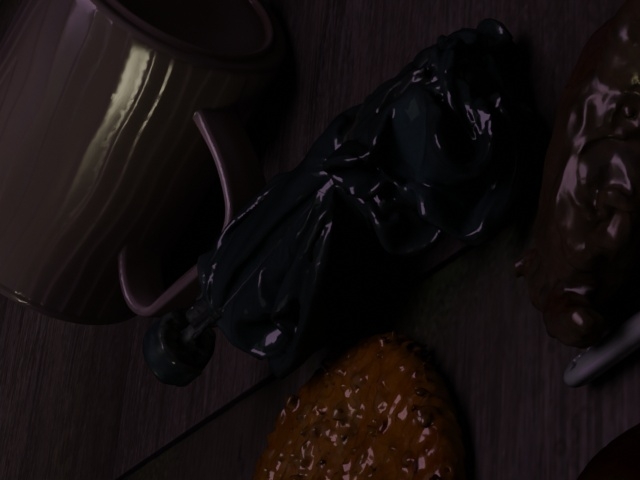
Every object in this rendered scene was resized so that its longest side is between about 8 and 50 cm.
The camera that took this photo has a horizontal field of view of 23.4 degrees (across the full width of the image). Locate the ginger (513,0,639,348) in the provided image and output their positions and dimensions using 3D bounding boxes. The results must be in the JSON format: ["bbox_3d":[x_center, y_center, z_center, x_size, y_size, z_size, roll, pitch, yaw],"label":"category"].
[{"bbox_3d":[0.164,-0.086,0.693,0.122,0.084,0.290,-74,6,-71],"label":"ginger"}]

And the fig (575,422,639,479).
[{"bbox_3d":[0.162,0.158,0.443,0.170,0.145,0.274,-22,66,31],"label":"fig"}]

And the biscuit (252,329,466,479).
[{"bbox_3d":[0.006,0.174,0.880,0.254,0.035,0.254,-45,35,46],"label":"biscuit"}]

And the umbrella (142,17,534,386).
[{"bbox_3d":[0.002,0.000,0.939,0.349,0.094,0.143,-42,14,40],"label":"umbrella"}]

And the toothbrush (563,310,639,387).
[{"bbox_3d":[0.191,0.001,0.618,0.304,0.030,0.030,-44,36,50],"label":"toothbrush"}]

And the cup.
[{"bbox_3d":[-0.169,-0.077,1.229,0.273,0.208,0.288,-56,27,29],"label":"cup"}]
